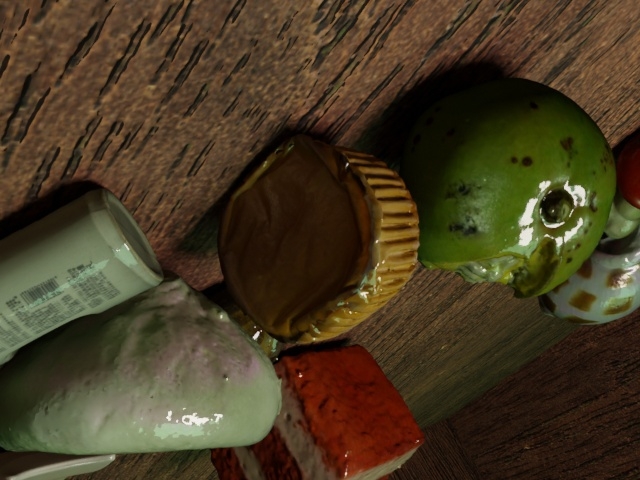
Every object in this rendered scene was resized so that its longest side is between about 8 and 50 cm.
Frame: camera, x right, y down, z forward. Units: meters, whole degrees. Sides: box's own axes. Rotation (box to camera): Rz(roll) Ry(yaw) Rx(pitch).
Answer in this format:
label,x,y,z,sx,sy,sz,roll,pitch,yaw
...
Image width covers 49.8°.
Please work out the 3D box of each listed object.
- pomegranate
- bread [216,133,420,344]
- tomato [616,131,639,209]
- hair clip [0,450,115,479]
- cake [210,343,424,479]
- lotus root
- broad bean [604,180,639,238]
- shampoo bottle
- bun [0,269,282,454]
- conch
label,x,y,z,sx,sy,sz,roll,pitch,yaw
pomegranate,0.181,-0.056,0.774,0.236,0.236,0.302,-24,-173,-13
bread,0.000,0.001,0.676,0.199,0.199,0.104,-44,155,30
tomato,0.553,-0.132,1.136,0.091,0.159,0.139,36,159,-25
hair clip,-0.451,0.356,0.990,0.282,0.113,0.172,-47,153,23
cake,-0.013,0.371,1.306,0.269,0.270,0.319,-1,144,-49
lotus root,-0.113,0.120,0.882,0.120,0.120,0.209,2,141,-51
broad bean,0.596,-0.096,1.268,0.169,0.100,0.228,-39,177,-45
shampoo bottle,-0.263,0.049,0.588,0.234,0.087,0.118,-28,156,-4
bun,-0.190,0.125,0.721,0.293,0.187,0.293,-3,164,-1
conch,0.582,0.065,1.471,0.249,0.197,0.368,-53,-162,-28
